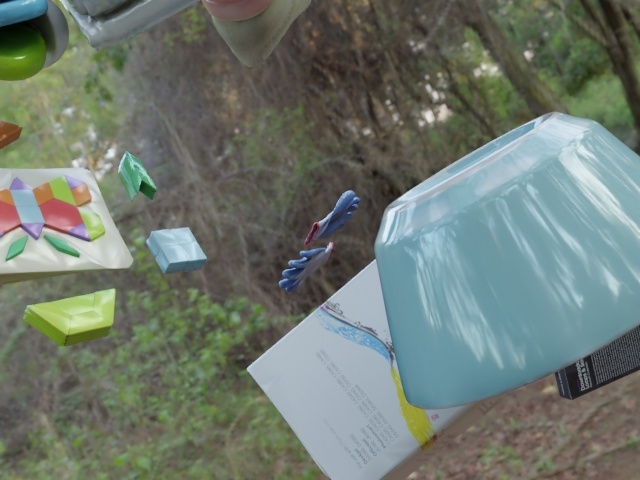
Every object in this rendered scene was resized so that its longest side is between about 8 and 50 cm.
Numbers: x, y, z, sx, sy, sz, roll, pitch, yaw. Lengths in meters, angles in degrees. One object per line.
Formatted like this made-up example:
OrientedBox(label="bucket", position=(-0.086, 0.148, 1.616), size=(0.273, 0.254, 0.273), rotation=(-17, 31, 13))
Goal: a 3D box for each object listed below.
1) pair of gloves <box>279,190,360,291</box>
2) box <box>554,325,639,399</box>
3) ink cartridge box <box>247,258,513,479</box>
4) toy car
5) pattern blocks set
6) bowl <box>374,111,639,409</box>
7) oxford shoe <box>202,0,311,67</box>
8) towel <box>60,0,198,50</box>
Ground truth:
OrientedBox(label="pair of gloves", position=(0.000, 0.000, 1.671), size=(0.159, 0.023, 0.198), rotation=(-32, -26, -55))
OrientedBox(label="box", position=(0.373, 0.128, 1.290), size=(0.162, 0.116, 0.029), rotation=(-18, 8, -24))
OrientedBox(label="ink cartridge box", position=(0.095, 0.149, 1.145), size=(0.270, 0.197, 0.198), rotation=(-40, -17, 1))
OrientedBox(label="toy car", position=(-0.332, -0.236, 0.934), size=(0.159, 0.182, 0.136), rotation=(-33, -18, -46))
OrientedBox(label="pattern blocks set", position=(-0.279, -0.020, 0.919), size=(0.325, 0.285, 0.026), rotation=(-18, -31, -46))
OrientedBox(label="bowl", position=(0.173, -0.002, 0.869), size=(0.312, 0.163, 0.311), rotation=(-30, 3, 2))
OrientedBox(label="oxford shoe", position=(-0.057, -0.418, 1.394), size=(0.140, 0.146, 0.397), rotation=(14, 57, 22))
OrientedBox(label="towel", position=(-0.129, -0.365, 1.033), size=(0.374, 0.090, 0.320), rotation=(-32, 43, -5))
